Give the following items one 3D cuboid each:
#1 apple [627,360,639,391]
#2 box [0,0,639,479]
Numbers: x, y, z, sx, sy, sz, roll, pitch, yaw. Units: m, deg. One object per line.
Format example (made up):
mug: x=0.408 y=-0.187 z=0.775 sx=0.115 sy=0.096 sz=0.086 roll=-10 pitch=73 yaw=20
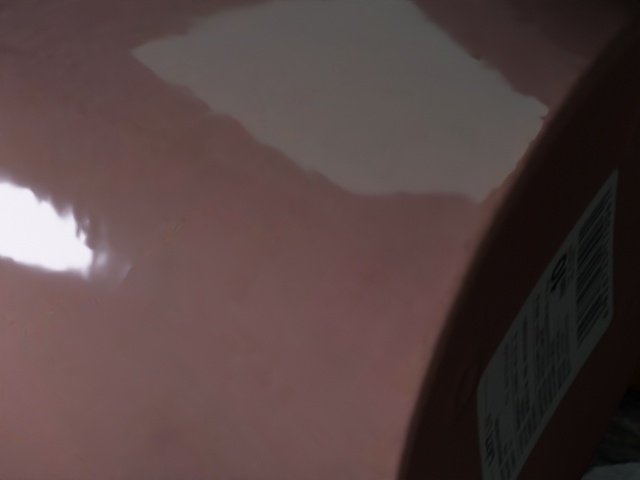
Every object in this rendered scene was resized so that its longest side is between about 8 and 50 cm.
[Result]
apple: x=0.159 y=-0.028 z=0.687 sx=0.211 sy=0.187 sz=0.211 roll=1 pitch=26 yaw=0
box: x=0.000 y=0.000 z=0.503 sx=0.216 sy=0.300 sz=0.301 roll=20 pitch=29 yaw=25
